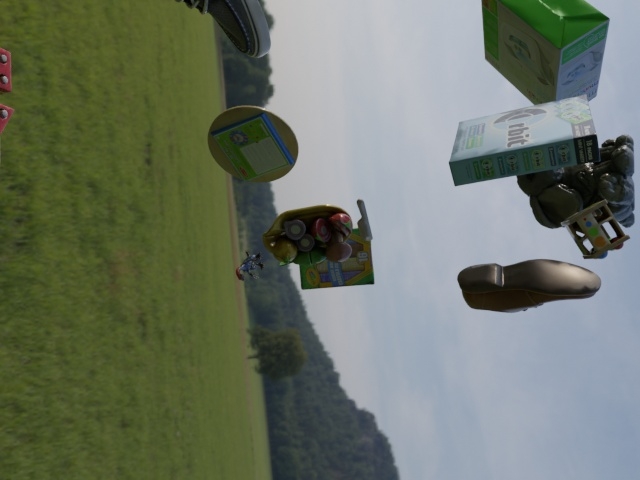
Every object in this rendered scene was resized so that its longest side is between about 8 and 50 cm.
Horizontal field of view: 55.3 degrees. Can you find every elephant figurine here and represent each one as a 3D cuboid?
[{"bbox_3d":[0.435,-0.110,1.108,0.169,0.239,0.186,-5,93,-63],"label":"elephant figurine"}]

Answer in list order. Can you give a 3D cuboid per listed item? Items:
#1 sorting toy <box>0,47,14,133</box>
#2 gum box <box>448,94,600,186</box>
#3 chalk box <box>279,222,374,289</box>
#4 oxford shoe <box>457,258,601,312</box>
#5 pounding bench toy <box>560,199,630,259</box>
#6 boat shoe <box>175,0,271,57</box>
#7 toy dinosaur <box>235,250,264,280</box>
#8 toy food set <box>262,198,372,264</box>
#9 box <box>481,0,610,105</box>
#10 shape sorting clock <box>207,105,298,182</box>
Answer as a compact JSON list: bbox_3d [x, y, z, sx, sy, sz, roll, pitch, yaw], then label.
[{"bbox_3d":[-0.724,-0.298,1.210,0.257,0.089,0.256,17,67,-70],"label":"sorting toy"},{"bbox_3d":[0.281,-0.141,0.853,0.157,0.184,0.041,-62,137,-55],"label":"gum box"},{"bbox_3d":[0.011,0.033,1.403,0.132,0.212,0.132,-84,170,-82],"label":"chalk box"},{"bbox_3d":[0.329,0.079,0.966,0.076,0.212,0.076,-57,136,-46],"label":"oxford shoe"},{"bbox_3d":[0.361,-0.010,0.812,0.065,0.052,0.083,60,7,7],"label":"pounding bench toy"},{"bbox_3d":[-0.244,-0.482,1.173,0.341,0.158,0.127,57,-24,-3],"label":"boat shoe"},{"bbox_3d":[-0.152,0.056,1.257,0.090,0.082,0.047,7,-72,44],"label":"toy dinosaur"},{"bbox_3d":[0.000,0.000,1.168,0.128,0.217,0.071,82,-5,-46],"label":"toy food set"},{"bbox_3d":[0.480,-0.434,1.329,0.262,0.126,0.231,57,-2,31],"label":"box"},{"bbox_3d":[-0.151,-0.213,1.370,0.040,0.206,0.206,-87,180,-47],"label":"shape sorting clock"}]
